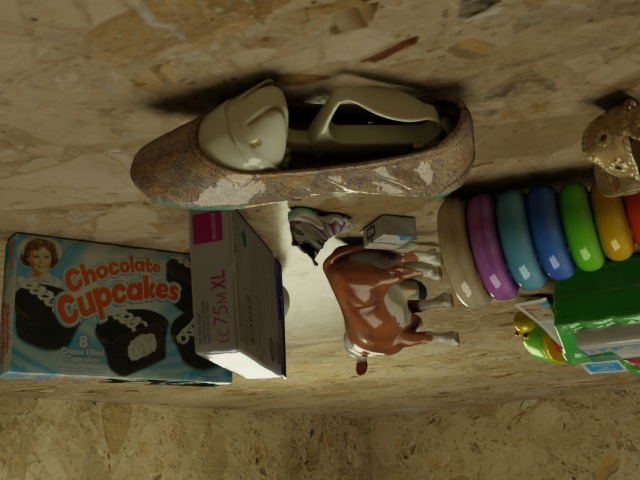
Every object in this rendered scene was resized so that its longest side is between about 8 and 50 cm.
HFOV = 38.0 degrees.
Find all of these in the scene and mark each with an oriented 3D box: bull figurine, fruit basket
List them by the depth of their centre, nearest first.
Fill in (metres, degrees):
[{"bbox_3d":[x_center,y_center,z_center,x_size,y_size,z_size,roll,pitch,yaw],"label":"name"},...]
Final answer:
[{"bbox_3d":[0.104,0.103,1.399,0.188,0.101,0.310,-10,145,11],"label":"bull figurine"},{"bbox_3d":[0.541,0.157,1.544,0.327,0.165,0.353,-12,141,32],"label":"fruit basket"}]

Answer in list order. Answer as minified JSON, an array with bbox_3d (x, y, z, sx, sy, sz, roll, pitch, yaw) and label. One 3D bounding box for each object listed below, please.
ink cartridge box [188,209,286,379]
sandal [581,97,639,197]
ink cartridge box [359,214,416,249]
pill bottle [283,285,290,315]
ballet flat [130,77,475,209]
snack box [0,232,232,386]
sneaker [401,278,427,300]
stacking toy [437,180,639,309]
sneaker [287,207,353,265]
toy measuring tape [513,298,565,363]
[{"bbox_3d":[-0.103,0.082,1.245,0.065,0.185,0.311,-8,164,10],"label":"ink cartridge box"},{"bbox_3d":[0.284,-0.085,0.883,0.079,0.088,0.240,-7,169,-3],"label":"sandal"},{"bbox_3d":[0.088,-0.007,1.239,0.048,0.028,0.083,4,164,-20],"label":"ink cartridge box"},{"bbox_3d":[-0.120,0.093,1.477,0.137,0.078,0.078,13,158,-43],"label":"pill bottle"},{"bbox_3d":[-0.012,-0.095,0.831,0.316,0.107,0.106,-5,145,-10],"label":"ballet flat"},{"bbox_3d":[-0.278,0.104,1.300,0.322,0.187,0.060,8,161,-32],"label":"snack box"},{"bbox_3d":[0.115,0.130,1.607,0.091,0.094,0.258,6,162,-10],"label":"sneaker"},{"bbox_3d":[0.310,-0.022,1.075,0.330,0.141,0.141,-16,160,20],"label":"stacking toy"},{"bbox_3d":[0.000,0.000,1.180,0.098,0.069,0.038,9,161,-33],"label":"sneaker"},{"bbox_3d":[0.490,0.183,1.782,0.330,0.121,0.121,10,160,-34],"label":"toy measuring tape"}]
